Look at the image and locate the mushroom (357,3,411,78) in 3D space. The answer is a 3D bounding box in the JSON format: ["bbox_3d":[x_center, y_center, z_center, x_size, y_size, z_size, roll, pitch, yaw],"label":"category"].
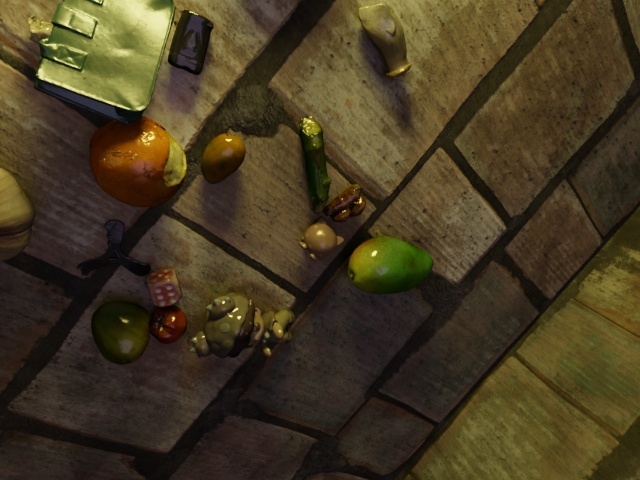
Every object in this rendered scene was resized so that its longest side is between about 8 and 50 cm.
[{"bbox_3d":[0.208,-0.620,1.315,0.108,0.096,0.247,-57,131,-22],"label":"mushroom"}]

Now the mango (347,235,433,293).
[{"bbox_3d":[0.276,0.095,1.641,0.381,0.201,0.226,1,104,-29],"label":"mango"}]

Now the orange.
[{"bbox_3d":[-0.468,-0.203,1.115,0.239,0.240,0.240,-11,119,-20],"label":"orange"}]

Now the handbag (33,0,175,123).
[{"bbox_3d":[-0.488,-0.456,0.990,0.238,0.089,0.327,17,77,-27],"label":"handbag"}]

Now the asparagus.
[{"bbox_3d":[-0.014,-0.231,1.412,0.082,0.085,0.344,-30,125,-38],"label":"asparagus"}]

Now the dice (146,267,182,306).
[{"bbox_3d":[-0.494,0.148,1.363,0.094,0.091,0.093,-17,120,-16],"label":"dice"}]

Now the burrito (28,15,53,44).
[{"bbox_3d":[-0.571,-0.468,1.031,0.225,0.060,0.087,11,64,-29],"label":"burrito"}]

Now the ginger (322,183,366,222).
[{"bbox_3d":[0.090,-0.120,1.523,0.162,0.073,0.103,-35,111,1],"label":"ginger"}]

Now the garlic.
[{"bbox_3d":[-0.859,-0.065,1.017,0.321,0.241,0.322,-27,130,-37],"label":"garlic"}]

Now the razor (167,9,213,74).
[{"bbox_3d":[-0.339,-0.519,1.125,0.089,0.054,0.148,13,107,-30],"label":"razor"}]

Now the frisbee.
[{"bbox_3d":[-0.639,0.049,1.294,0.187,0.012,0.211,-22,122,-13],"label":"frisbee"}]

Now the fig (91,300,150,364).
[{"bbox_3d":[-0.612,0.276,1.320,0.181,0.181,0.191,-44,107,1],"label":"fig"}]

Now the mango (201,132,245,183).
[{"bbox_3d":[-0.293,-0.242,1.267,0.163,0.089,0.111,-39,126,7],"label":"mango"}]

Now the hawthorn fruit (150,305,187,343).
[{"bbox_3d":[-0.501,0.276,1.417,0.125,0.140,0.125,2,83,-13],"label":"hawthorn fruit"}]

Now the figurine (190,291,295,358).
[{"bbox_3d":[-0.254,0.298,1.505,0.380,0.203,0.249,12,116,-42],"label":"figurine"}]

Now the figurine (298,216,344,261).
[{"bbox_3d":[0.000,0.000,1.516,0.138,0.125,0.125,-43,126,-15],"label":"figurine"}]
